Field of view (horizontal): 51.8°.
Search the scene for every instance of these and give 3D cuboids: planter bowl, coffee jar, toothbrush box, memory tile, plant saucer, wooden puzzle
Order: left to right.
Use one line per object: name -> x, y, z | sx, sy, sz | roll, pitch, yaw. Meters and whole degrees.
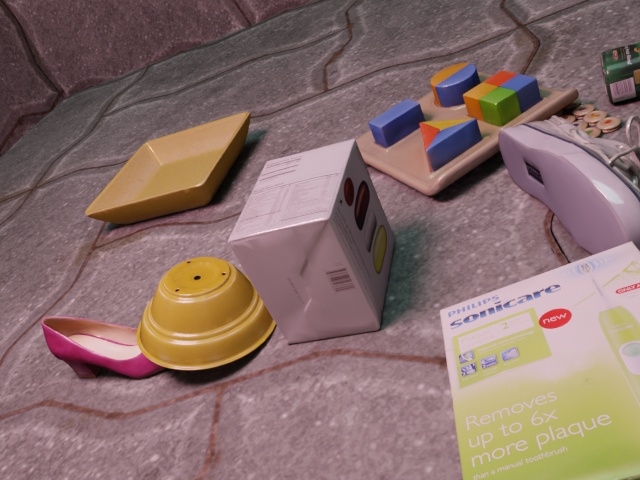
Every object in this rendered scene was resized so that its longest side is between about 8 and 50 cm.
plant saucer -> -0.334, -0.157, 1.545 | 0.333, 0.081, 0.333 | -12, 33, 25
planter bowl -> -0.176, 0.087, 0.986 | 0.217, 0.090, 0.217 | -5, 31, 3
wooden puzzle -> 0.233, -0.230, 1.211 | 0.322, 0.080, 0.348 | -34, 28, -12
memory tile -> 0.416, -0.194, 1.099 | 0.113, 0.012, 0.148 | -27, 30, -1
toothbrush box -> 0.229, 0.143, 0.569 | 0.206, 0.122, 0.283 | -22, 20, 16
coffee jar -> 0.557, -0.286, 1.067 | 0.184, 0.079, 0.096 | -10, 34, 25

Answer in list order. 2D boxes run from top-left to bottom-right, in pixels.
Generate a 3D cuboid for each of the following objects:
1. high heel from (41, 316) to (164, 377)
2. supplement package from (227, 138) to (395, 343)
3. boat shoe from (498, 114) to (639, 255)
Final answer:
high heel -> -0.318, 0.149, 1.026 | 0.244, 0.117, 0.082 | -9, 34, 27
supplement package -> 0.000, 0.000, 0.937 | 0.149, 0.194, 0.203 | -12, 34, 22
boat shoe -> 0.375, -0.095, 0.880 | 0.156, 0.136, 0.367 | -21, 21, 3
